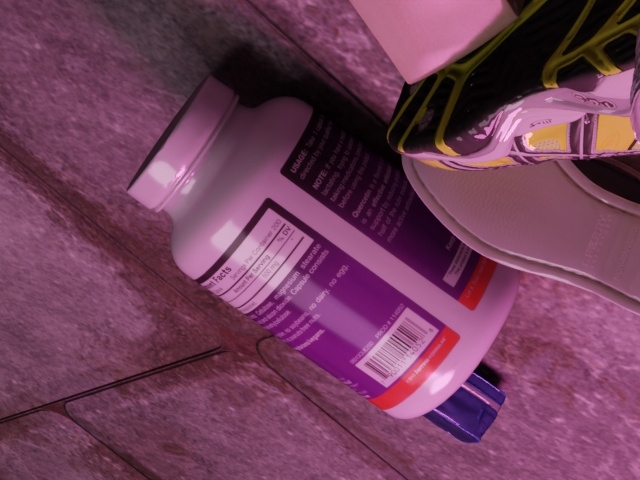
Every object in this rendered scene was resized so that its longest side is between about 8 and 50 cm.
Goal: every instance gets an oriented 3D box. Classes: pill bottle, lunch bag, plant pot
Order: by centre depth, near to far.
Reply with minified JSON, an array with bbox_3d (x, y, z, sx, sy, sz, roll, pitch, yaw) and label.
[{"bbox_3d":[0.088,-0.193,1.278,0.096,0.109,0.109,-13,131,34],"label":"plant pot"},{"bbox_3d":[0.000,0.000,1.573,0.323,0.181,0.181,36,151,-9],"label":"pill bottle"},{"bbox_3d":[0.130,0.150,1.811,0.098,0.065,0.067,34,166,-9],"label":"lunch bag"}]

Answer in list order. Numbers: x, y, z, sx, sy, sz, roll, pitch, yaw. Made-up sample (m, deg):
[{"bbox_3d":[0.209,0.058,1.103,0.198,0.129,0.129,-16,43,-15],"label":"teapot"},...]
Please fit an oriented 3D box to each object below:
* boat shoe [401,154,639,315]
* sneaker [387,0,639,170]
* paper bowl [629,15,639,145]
[{"bbox_3d":[0.204,-0.015,1.445,0.302,0.114,0.091,34,-167,19],"label":"boat shoe"},{"bbox_3d":[0.188,-0.102,1.288,0.147,0.145,0.385,30,161,-27],"label":"sneaker"},{"bbox_3d":[0.307,-0.066,0.974,0.284,0.148,0.284,10,163,3],"label":"paper bowl"}]
